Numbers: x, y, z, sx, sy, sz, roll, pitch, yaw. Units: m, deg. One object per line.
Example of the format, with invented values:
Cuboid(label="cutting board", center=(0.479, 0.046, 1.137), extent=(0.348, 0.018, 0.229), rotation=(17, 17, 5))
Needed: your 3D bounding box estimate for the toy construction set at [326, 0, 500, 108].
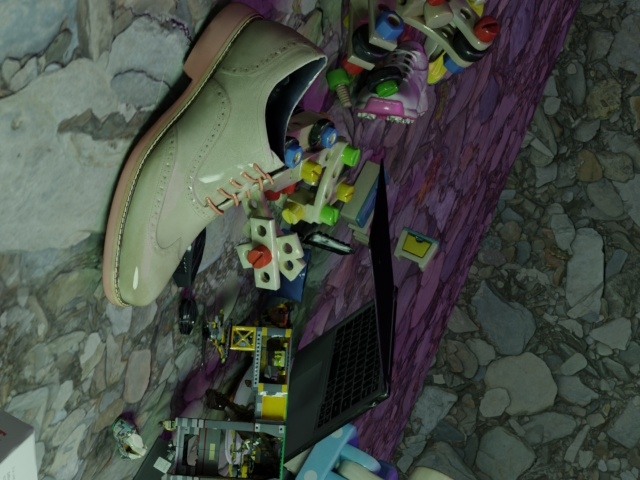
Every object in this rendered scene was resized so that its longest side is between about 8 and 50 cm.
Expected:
Cuboid(label="toy construction set", center=(0.127, -0.387, 1.516), extent=(0.309, 0.257, 0.237), rotation=(108, -34, -73))

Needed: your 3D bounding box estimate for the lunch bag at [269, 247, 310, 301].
Cuboid(label="lunch bag", center=(-0.056, 0.051, 1.713), extent=(0.067, 0.065, 0.098), rotation=(-77, 177, -45))

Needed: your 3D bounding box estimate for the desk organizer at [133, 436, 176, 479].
Cuboid(label="desk organizer", center=(-0.260, 0.377, 1.576), extent=(0.130, 0.047, 0.050), rotation=(-60, 163, -17))

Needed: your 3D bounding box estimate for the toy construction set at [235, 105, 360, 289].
Cuboid(label="toy construction set", center=(-0.048, -0.075, 1.480), extent=(0.328, 0.151, 0.215), rotation=(-57, 163, -60))

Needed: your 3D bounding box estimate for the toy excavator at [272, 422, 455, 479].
Cuboid(label="toy excavator", center=(0.089, 0.494, 2.058), extent=(0.222, 0.445, 0.433), rotation=(-58, 160, -26))

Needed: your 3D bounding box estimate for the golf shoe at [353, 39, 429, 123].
Cuboid(label="golf shoe", center=(0.129, -0.278, 1.766), extent=(0.306, 0.115, 0.140), rotation=(-50, 148, -73))

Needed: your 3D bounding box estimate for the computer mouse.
Cuboid(label="computer mouse", center=(-0.189, 0.053, 1.402), extent=(0.242, 0.041, 0.071), rotation=(101, 5, -47))

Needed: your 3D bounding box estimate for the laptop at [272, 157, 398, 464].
Cuboid(label="laptop", center=(0.016, 0.122, 1.790), extent=(0.408, 0.236, 0.382), rotation=(-36, -165, 20))

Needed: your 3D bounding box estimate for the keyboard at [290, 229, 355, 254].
Cuboid(label="keyboard", center=(0.000, 0.000, 1.722), extent=(0.180, 0.108, 0.023), rotation=(153, -46, -85))

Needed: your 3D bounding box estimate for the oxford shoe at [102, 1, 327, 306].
Cuboid(label="oxford shoe", center=(-0.128, -0.088, 1.207), extent=(0.397, 0.146, 0.140), rotation=(-65, 164, -2))

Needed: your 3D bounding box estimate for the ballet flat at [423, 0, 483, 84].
Cuboid(label="ballet flat", center=(0.252, -0.415, 2.003), extent=(0.231, 0.077, 0.077), rotation=(-60, 145, -12))

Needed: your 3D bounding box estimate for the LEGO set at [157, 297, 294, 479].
Cuboid(label="LEGO set", center=(-0.147, 0.253, 1.578), extent=(0.255, 0.192, 0.331), rotation=(156, -62, -89))

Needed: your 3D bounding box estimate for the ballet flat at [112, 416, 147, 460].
Cuboid(label="ballet flat", center=(-0.269, 0.292, 1.455), extent=(0.041, 0.041, 0.114), rotation=(-56, 159, -29))

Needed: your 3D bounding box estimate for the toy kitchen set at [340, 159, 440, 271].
Cuboid(label="toy kitchen set", center=(0.154, -0.044, 2.023), extent=(0.122, 0.166, 0.207), rotation=(-63, 162, -10))

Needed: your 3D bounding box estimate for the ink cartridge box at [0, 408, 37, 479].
Cuboid(label="ink cartridge box", center=(-0.382, 0.249, 0.873), extent=(0.232, 0.171, 0.168), rotation=(-44, 152, -48))

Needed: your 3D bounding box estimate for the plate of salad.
Cuboid(label="plate of salad", center=(-0.137, 0.303, 1.828), extent=(0.200, 0.048, 0.200), rotation=(13, 90, -75))
